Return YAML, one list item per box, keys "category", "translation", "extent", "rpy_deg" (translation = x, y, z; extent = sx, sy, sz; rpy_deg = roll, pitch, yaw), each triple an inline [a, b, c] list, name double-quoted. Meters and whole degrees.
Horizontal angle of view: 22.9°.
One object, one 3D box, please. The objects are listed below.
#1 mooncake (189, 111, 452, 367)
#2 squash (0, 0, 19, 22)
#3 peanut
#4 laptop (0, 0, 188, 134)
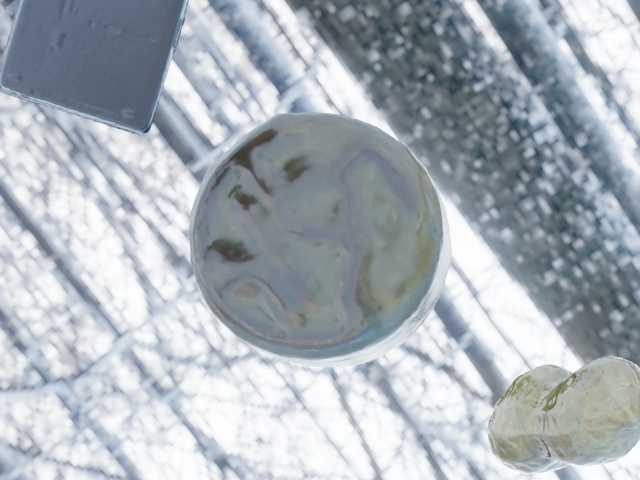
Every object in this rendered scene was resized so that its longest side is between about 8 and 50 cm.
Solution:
- category: "mooncake"
  translation: [0.000, 0.000, 1.736]
  extent: [0.284, 0.284, 0.155]
  rpy_deg: [-35, 172, 3]
- category: "squash"
  translation: [-0.242, -0.273, 1.573]
  extent: [0.193, 0.193, 0.156]
  rpy_deg: [-27, -154, 27]
- category: "peanut"
  translation: [0.199, 0.139, 1.260]
  extent: [0.089, 0.089, 0.193]
  rpy_deg: [-46, -170, -29]
- category: "laptop"
  translation: [-0.203, -0.217, 1.477]
  extent: [0.026, 0.154, 0.207]
  rpy_deg: [-177, -76, -75]
